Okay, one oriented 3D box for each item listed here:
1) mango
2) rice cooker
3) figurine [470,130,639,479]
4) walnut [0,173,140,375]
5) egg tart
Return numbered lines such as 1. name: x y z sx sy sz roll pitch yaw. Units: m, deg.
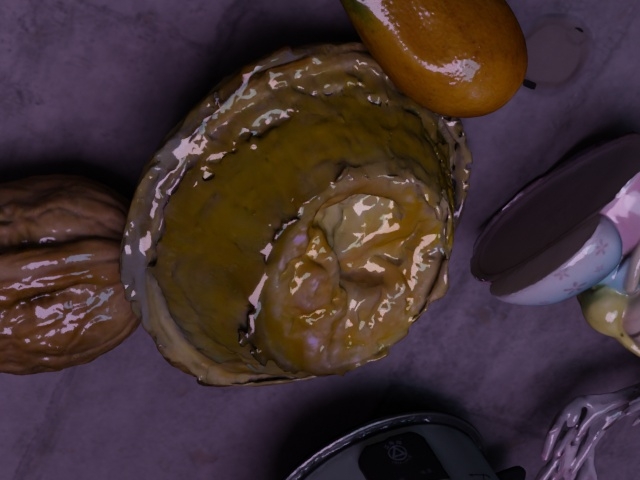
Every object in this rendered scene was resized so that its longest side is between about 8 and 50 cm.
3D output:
1. mango: 0.081 -0.160 1.060 0.165 0.115 0.089 45 134 -7
2. rice cooker: 0.072 0.281 1.286 0.281 0.227 0.241 -18 136 -16
3. figurine: 0.258 0.105 1.201 0.316 0.206 0.284 42 93 -16
4. walnut: -0.215 0.026 1.134 0.184 0.155 0.155 -13 124 1
5. egg tart: 0.000 0.000 1.100 0.315 0.120 0.315 -16 125 -24
